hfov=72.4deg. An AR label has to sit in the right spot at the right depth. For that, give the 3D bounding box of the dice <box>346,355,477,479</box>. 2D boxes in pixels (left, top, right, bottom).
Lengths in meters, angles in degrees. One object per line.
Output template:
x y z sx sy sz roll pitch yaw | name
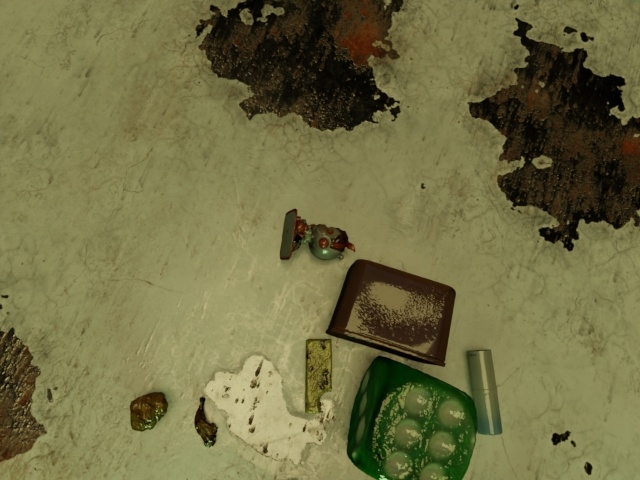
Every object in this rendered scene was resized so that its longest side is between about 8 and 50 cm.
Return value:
0.247 0.518 1.243 0.287 0.300 0.297 23 77 -1 | dice

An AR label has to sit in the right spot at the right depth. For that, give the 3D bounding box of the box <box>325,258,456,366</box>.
0.216 0.222 1.338 0.339 0.239 0.230 18 74 0 | box

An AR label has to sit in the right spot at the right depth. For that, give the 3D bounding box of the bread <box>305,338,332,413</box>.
-0.006 0.424 1.371 0.088 0.049 0.226 0 79 -4 | bread

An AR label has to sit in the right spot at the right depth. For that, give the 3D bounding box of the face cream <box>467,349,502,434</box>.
0.519 0.475 1.384 0.077 0.077 0.250 -2 78 -5 | face cream

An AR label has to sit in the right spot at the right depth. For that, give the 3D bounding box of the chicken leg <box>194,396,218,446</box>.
-0.352 0.553 1.325 0.062 0.037 0.145 -21 80 -31 | chicken leg

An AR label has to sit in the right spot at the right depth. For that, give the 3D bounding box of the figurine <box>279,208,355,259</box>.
0.000 0.000 1.412 0.226 0.183 0.160 9 86 -15 | figurine

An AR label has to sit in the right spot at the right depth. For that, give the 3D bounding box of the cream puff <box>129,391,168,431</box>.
-0.507 0.504 1.285 0.122 0.116 0.094 -26 68 6 | cream puff
